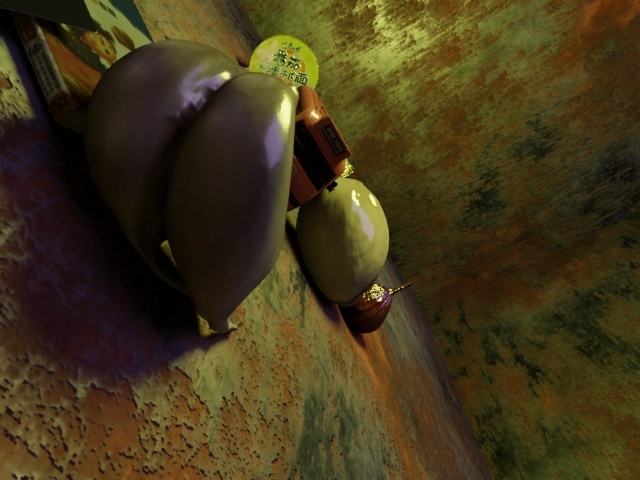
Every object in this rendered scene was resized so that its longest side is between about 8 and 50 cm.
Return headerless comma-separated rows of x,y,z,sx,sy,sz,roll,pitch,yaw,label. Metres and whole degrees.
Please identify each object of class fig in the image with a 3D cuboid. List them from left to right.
0.160,0.164,1.251,0.134,0.201,0.146,62,11,-64,fig

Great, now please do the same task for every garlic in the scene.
-0.148,-0.062,0.526,0.246,0.231,0.340,-179,-80,-82,garlic

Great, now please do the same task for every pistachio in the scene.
0.056,-0.003,1.144,0.208,0.226,0.331,93,-10,-78,pistachio

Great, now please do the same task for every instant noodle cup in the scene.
-0.144,-0.642,1.783,0.264,0.264,0.200,58,4,-15,instant noodle cup

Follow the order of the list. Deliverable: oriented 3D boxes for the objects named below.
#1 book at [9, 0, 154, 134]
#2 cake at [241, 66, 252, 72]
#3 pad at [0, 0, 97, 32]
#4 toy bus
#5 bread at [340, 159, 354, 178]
-0.323,-0.305,0.659,0.428,0.039,0.300,63,13,10,book
-0.225,-0.333,1.100,0.116,0.113,0.295,56,25,-14,cake
-0.368,-0.348,0.510,0.159,0.009,0.265,-11,69,-54,pad
-0.065,-0.251,1.177,0.203,0.233,0.427,56,12,-25,toy bus
-0.028,-0.234,1.572,0.174,0.252,0.133,63,-32,16,bread
